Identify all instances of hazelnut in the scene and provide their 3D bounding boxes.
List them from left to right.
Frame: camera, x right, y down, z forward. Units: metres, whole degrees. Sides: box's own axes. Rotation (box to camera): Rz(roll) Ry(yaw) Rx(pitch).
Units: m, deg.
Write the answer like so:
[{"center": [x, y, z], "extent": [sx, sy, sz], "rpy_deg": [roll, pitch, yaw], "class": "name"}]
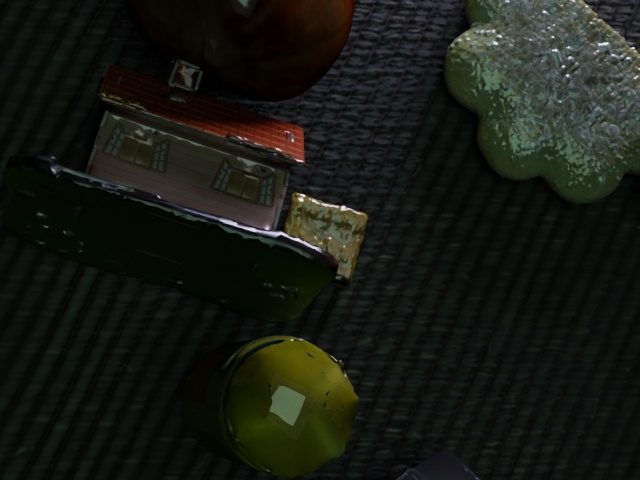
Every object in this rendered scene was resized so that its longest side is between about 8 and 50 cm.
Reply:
[{"center": [-0.075, -0.231, 1.135], "extent": [0.229, 0.229, 0.229], "rpy_deg": [1, 84, -12], "class": "hazelnut"}]

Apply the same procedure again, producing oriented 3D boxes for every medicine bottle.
[{"center": [-0.048, 0.144, 1.087], "extent": [0.124, 0.239, 0.124], "rpy_deg": [2, 83, -15], "class": "medicine bottle"}]

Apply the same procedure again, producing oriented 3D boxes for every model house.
[{"center": [-0.127, -0.054, 1.120], "extent": [0.294, 0.207, 0.154], "rpy_deg": [18, 69, -9], "class": "model house"}]

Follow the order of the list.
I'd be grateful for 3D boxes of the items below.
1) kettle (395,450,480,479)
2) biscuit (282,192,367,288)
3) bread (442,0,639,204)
[{"center": [0.051, 0.399, 1.114], "extent": [0.324, 0.228, 0.321], "rpy_deg": [-30, 122, -9], "class": "kettle"}, {"center": [0.000, 0.000, 1.225], "extent": [0.083, 0.018, 0.081], "rpy_deg": [15, 81, -11], "class": "biscuit"}, {"center": [0.245, -0.148, 1.279], "extent": [0.286, 0.056, 0.207], "rpy_deg": [38, 76, -5], "class": "bread"}]
